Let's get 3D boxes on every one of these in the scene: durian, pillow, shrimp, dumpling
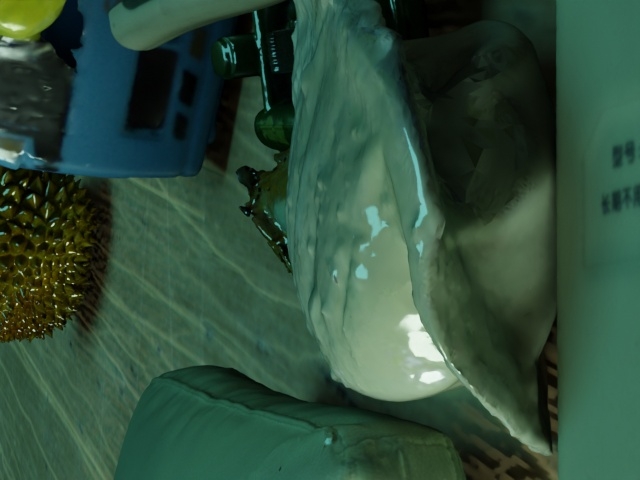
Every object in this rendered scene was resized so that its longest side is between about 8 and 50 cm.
[{"bbox_3d":[-0.248,0.003,1.149,0.158,0.137,0.168,93,-176,-69],"label":"durian"},{"bbox_3d":[-0.032,0.216,0.544,0.255,0.120,0.322,-178,93,-69],"label":"pillow"},{"bbox_3d":[0.000,0.000,0.614,0.184,0.043,0.091,-138,46,-59],"label":"shrimp"},{"bbox_3d":[0.034,-0.019,0.455,0.150,0.092,0.176,91,180,-69],"label":"dumpling"}]

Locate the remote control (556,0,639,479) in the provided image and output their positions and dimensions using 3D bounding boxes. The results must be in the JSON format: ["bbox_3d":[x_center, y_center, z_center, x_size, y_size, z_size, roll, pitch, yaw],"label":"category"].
[{"bbox_3d":[0.104,0.036,0.364,0.123,0.038,0.285,159,112,-68],"label":"remote control"}]

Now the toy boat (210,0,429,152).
[{"bbox_3d":[0.002,-0.086,0.622,0.210,0.052,0.104,-163,67,-69],"label":"toy boat"}]

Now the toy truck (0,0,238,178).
[{"bbox_3d":[-0.117,-0.233,0.821,0.161,0.162,0.385,-138,57,-65],"label":"toy truck"}]

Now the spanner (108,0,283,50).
[{"bbox_3d":[0.008,-0.143,0.504,0.325,0.040,0.095,-9,91,52],"label":"spanner"}]
